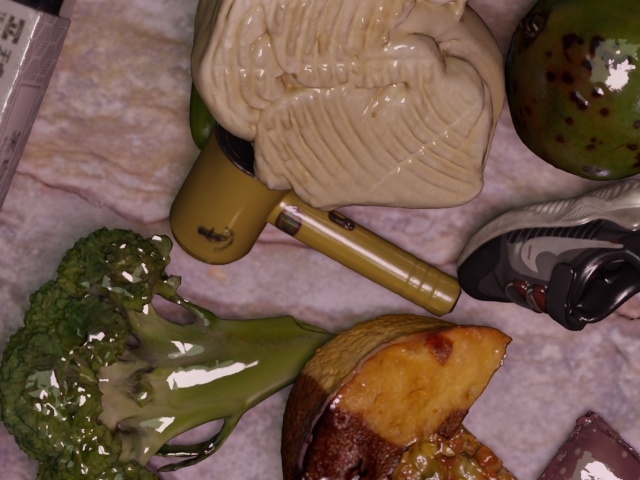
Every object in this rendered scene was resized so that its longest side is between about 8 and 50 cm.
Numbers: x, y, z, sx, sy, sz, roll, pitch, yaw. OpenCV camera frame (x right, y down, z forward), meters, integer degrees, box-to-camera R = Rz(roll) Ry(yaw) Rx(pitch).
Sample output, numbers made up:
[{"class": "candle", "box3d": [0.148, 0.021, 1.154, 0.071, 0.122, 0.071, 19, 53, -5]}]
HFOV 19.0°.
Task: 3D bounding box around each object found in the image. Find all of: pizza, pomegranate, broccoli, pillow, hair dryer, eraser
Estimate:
[{"class": "pizza", "box3d": [0.113, 0.229, 1.799, 0.175, 0.046, 0.134, -13, 89, 11]}, {"class": "pomegranate", "box3d": [0.280, -0.143, 1.701, 0.248, 0.202, 0.202, 24, 96, -20]}, {"class": "broccoli", "box3d": [-0.174, 0.111, 1.804, 0.302, 0.186, 0.254, -41, 103, -20]}, {"class": "pillow", "box3d": [0.286, 0.256, 1.762, 0.185, 0.043, 0.118, 37, 88, -1]}, {"class": "hair dryer", "box3d": [0.000, 0.000, 1.794, 0.279, 0.090, 0.135, 29, 129, -4]}, {"class": "eraser", "box3d": [-0.339, -0.124, 1.856, 0.098, 0.096, 0.403, 22, 95, 11]}]

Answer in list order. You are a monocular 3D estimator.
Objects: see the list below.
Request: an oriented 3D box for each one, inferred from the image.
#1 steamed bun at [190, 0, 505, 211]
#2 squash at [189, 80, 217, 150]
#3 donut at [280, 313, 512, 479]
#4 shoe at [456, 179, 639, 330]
[{"class": "steamed bun", "box3d": [0.030, -0.176, 1.688, 0.289, 0.203, 0.276, 13, 126, -16]}, {"class": "squash", "box3d": [-0.079, -0.201, 1.819, 0.066, 0.066, 0.252, 15, 93, 10]}, {"class": "donut", "box3d": [0.027, 0.172, 1.754, 0.151, 0.112, 0.295, 30, 91, -33]}, {"class": "shoe", "box3d": [0.227, 0.026, 1.716, 0.228, 0.099, 0.112, -21, 51, 25]}]
